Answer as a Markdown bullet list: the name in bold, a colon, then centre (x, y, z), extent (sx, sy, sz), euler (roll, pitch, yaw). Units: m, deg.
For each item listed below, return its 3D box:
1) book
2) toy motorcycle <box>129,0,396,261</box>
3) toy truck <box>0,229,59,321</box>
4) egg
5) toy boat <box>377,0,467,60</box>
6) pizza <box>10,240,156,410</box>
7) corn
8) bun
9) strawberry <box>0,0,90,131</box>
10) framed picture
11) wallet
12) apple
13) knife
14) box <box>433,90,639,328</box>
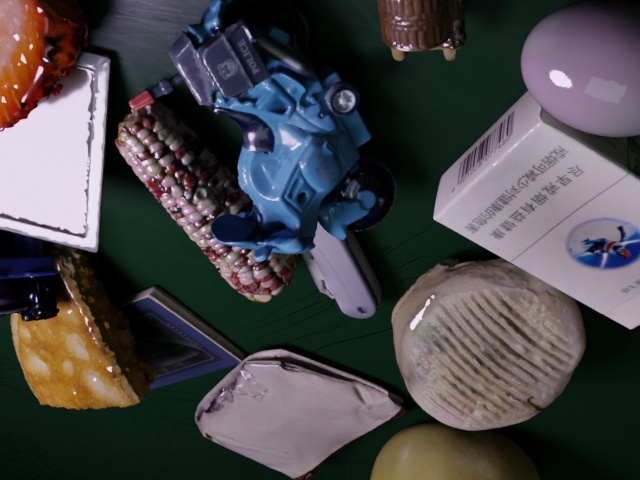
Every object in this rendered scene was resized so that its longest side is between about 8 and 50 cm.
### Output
- **book**: centre (-0.274, 0.165, 1.156), extent (0.269, 0.025, 0.191), euler (-22, 128, 37)
- **toy motorcycle**: centre (-0.049, -0.091, 0.687), extent (0.182, 0.123, 0.272), euler (-33, 119, -3)
- **toy truck**: centre (-0.439, 0.018, 0.928), extent (0.213, 0.176, 0.161), euler (0, -178, 36)
- **egg**: centre (0.224, -0.134, 0.573), extent (0.135, 0.103, 0.103), euler (15, 141, 5)
- **toy boat**: centre (0.068, -0.223, 0.535), extent (0.068, 0.088, 0.225), euler (3, 140, 17)
- **pizza**: centre (-0.382, 0.120, 1.074), extent (0.258, 0.087, 0.268), euler (-8, 114, 34)
- **corn**: centre (-0.124, -0.037, 0.816), extent (0.092, 0.092, 0.280), euler (-17, 129, 34)
- **bun**: centre (0.189, 0.108, 0.858), extent (0.210, 0.116, 0.237), euler (28, 116, -7)
- **strawberry**: centre (-0.293, -0.188, 0.704), extent (0.121, 0.082, 0.188), euler (45, 127, -4)
- **framed picture**: centre (-0.370, -0.121, 0.797), extent (0.294, 0.018, 0.231), euler (14, 117, 3)
- **wallet**: centre (-0.046, 0.282, 1.180), extent (0.275, 0.068, 0.335), euler (26, 133, -22)
- **apple**: centre (0.201, 0.405, 1.117), extent (0.263, 0.262, 0.262), euler (10, 140, 8)
- **knife**: centre (0.003, -0.001, 0.853), extent (0.073, 0.040, 0.265), euler (-8, 135, 22)
- **box**: centre (0.263, -0.027, 0.713), extent (0.257, 0.069, 0.164), euler (28, 139, -13)
